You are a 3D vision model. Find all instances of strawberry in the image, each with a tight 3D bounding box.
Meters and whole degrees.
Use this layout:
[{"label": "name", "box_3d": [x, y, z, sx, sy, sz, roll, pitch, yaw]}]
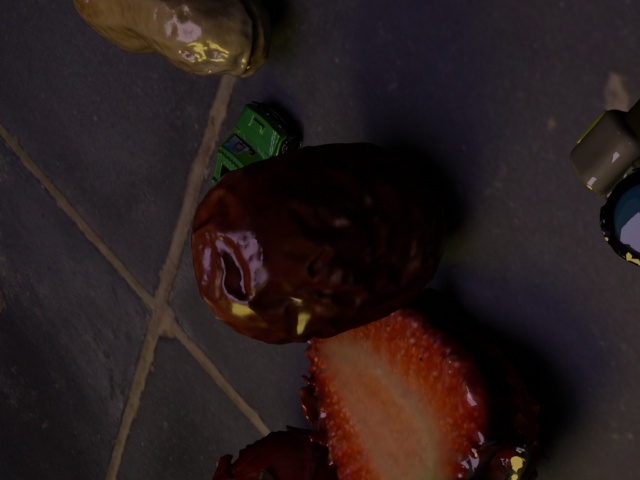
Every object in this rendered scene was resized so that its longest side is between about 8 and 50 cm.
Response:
[{"label": "strawberry", "box_3d": [0.104, 0.161, 1.255, 0.233, 0.138, 0.306, -58, 37, 26]}]

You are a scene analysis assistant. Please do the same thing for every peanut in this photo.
[{"label": "peanut", "box_3d": [-0.162, -0.245, 1.327, 0.290, 0.130, 0.130, 30, 129, 38]}]

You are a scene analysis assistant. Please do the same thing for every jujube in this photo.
[{"label": "jujube", "box_3d": [0.000, 0.000, 1.168, 0.174, 0.250, 0.174, 19, 118, 41]}]

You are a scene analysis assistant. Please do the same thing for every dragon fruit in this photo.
[{"label": "dragon fruit", "box_3d": [-0.009, 0.319, 1.366, 0.241, 0.241, 0.252, -30, 73, 51]}]

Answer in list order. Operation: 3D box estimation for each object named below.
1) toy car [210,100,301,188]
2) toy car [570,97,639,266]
[{"label": "toy car", "box_3d": [-0.075, -0.066, 1.368, 0.071, 0.062, 0.165, 42, 136, 28]}, {"label": "toy car", "box_3d": [0.301, -0.035, 0.796, 0.248, 0.204, 0.198, 47, 112, 20]}]
